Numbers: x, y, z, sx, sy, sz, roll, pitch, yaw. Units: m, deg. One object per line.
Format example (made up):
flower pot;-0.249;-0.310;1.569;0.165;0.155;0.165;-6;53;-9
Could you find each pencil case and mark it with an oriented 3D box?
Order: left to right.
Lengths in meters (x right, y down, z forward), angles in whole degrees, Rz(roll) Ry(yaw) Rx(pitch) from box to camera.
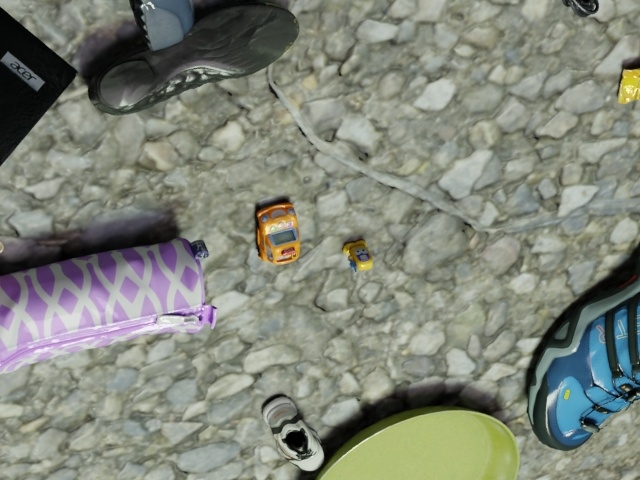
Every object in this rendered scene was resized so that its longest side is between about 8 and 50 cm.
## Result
pencil case;-0.189;0.058;1.503;0.206;0.088;0.086;-13;140;-16

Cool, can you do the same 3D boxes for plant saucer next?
plant saucer;0.085;0.247;1.858;0.241;0.037;0.241;-14;134;-15

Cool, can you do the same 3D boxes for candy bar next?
candy bar;0.339;-0.151;1.636;0.161;0.018;0.040;-13;138;-17

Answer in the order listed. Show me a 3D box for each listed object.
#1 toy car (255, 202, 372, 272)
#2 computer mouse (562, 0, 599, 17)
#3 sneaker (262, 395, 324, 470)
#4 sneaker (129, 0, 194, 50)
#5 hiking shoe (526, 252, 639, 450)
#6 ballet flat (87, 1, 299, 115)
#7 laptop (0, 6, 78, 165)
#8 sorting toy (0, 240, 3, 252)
toy car;0.000;0.000;1.582;0.122;0.040;0.060;0;129;-27
computer mouse;0.242;-0.268;1.463;0.106;0.042;0.193;27;119;-37
sneaker;-0.023;0.194;1.749;0.040;0.044;0.109;-33;138;1
sneaker;-0.086;-0.268;1.238;0.131;0.112;0.319;-14;136;-12
hiking shoe;0.313;0.107;1.777;0.113;0.132;0.304;16;121;-37
ballet flat;-0.098;-0.143;1.407;0.173;0.049;0.057;-21;103;-14
laptop;-0.343;-0.081;1.256;0.234;0.136;0.264;40;133;-7
sorting toy;-0.281;-0.003;1.452;0.083;0.012;0.062;-38;131;14
